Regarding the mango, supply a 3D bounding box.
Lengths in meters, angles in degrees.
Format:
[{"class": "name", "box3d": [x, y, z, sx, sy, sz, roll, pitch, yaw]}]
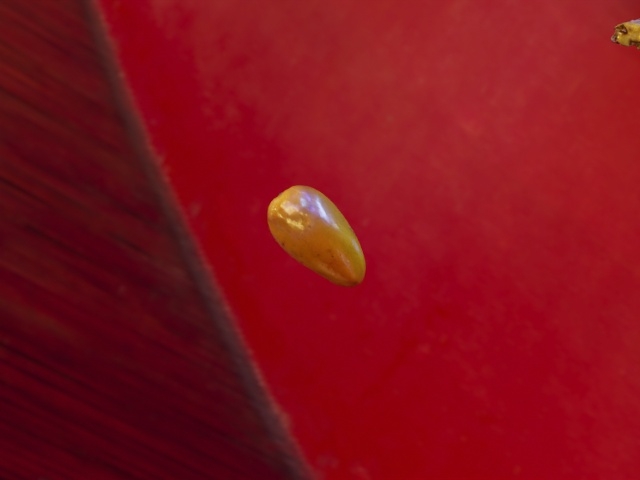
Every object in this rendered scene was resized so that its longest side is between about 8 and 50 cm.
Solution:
[{"class": "mango", "box3d": [0.000, 0.000, 1.122, 0.046, 0.089, 0.060, -38, 26, 4]}]

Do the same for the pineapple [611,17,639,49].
[{"class": "pineapple", "box3d": [0.175, -0.092, 0.751, 0.083, 0.045, 0.019, -153, 60, -63]}]
